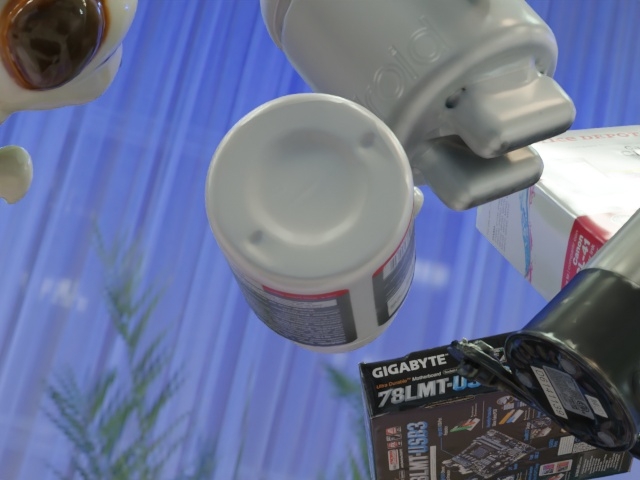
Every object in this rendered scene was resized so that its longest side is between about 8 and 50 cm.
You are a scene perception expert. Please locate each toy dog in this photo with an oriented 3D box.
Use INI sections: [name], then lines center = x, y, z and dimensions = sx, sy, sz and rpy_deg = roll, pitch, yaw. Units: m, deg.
[toy dog]
center = -0.370, -0.211, 1.304
dimensions = 0.408, 0.284, 0.395
rpy_deg = -8, -49, 5

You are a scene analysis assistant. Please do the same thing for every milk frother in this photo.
[milk frother]
center = 0.156, 0.039, 0.774
dimensions = 0.143, 0.135, 0.129
rpy_deg = 30, -27, 39

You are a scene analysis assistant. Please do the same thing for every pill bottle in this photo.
[pill bottle]
center = 0.000, 0.000, 1.190
dimensions = 0.161, 0.161, 0.283
rpy_deg = 11, -16, 7

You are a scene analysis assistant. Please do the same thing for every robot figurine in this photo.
[robot figurine]
center = 0.078, -0.192, 1.296
dimensions = 0.200, 0.353, 0.300
rpy_deg = -17, -32, -36

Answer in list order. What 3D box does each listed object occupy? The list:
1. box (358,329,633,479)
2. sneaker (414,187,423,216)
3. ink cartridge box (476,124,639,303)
[box]
center = 0.194, 0.192, 1.494
dimensions = 0.293, 0.073, 0.295
rpy_deg = -10, -32, 0
[sneaker]
center = 0.022, -0.077, 1.633
dimensions = 0.121, 0.079, 0.217
rpy_deg = 37, -13, -26
[ink cartridge box]
center = 0.340, -0.015, 1.607
dimensions = 0.226, 0.131, 0.306
rpy_deg = -6, 29, -18
